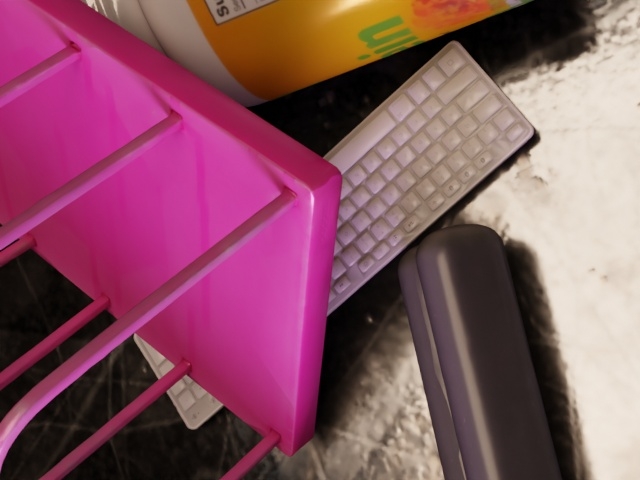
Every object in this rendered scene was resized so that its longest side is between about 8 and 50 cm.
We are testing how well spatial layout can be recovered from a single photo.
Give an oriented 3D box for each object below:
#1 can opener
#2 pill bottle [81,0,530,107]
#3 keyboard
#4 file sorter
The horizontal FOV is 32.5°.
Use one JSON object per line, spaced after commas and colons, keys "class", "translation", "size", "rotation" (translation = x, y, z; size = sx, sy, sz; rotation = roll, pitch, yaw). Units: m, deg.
{"class": "can opener", "translation": [0.106, 0.128, 0.538], "size": [0.093, 0.074, 0.280], "rotation": [-14, 80, -15]}
{"class": "pill bottle", "translation": [-0.013, -0.149, 0.562], "size": [0.246, 0.136, 0.136], "rotation": [-18, 79, 20]}
{"class": "keyboard", "translation": [0.000, 0.000, 0.611], "size": [0.256, 0.014, 0.072], "rotation": [-42, 72, 13]}
{"class": "file sorter", "translation": [-0.164, 0.011, 0.529], "size": [0.291, 0.202, 0.182], "rotation": [35, 54, 24]}
